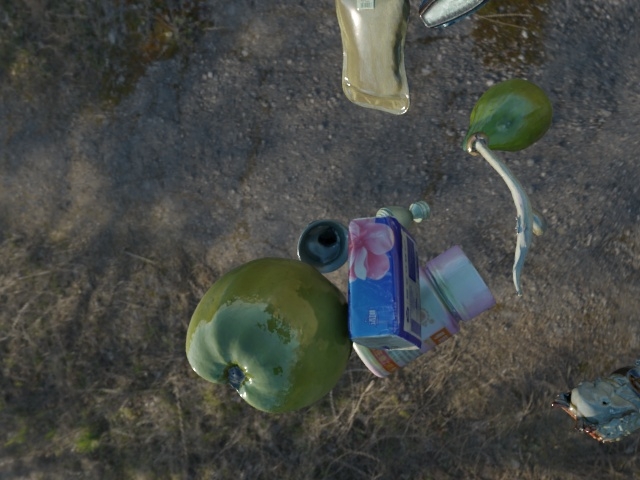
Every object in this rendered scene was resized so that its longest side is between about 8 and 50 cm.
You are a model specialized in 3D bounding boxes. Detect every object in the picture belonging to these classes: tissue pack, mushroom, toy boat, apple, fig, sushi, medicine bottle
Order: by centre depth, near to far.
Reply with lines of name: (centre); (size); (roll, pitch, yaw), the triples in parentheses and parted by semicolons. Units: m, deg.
toy boat: (0.199, -0.346, 0.796); (0.137, 0.061, 0.060); (-22, 116, 46)
mushroom: (0.311, -0.061, 0.950); (0.068, 0.043, 0.307); (122, 142, -55)
sushi: (0.685, 0.344, 1.259); (0.331, 0.124, 0.130); (-23, 122, -4)
fig: (0.419, -0.281, 1.278); (0.167, 0.233, 0.167); (14, 111, 40)
tissue pack: (0.142, 0.104, 1.282); (0.137, 0.209, 0.270); (-9, 70, 25)
apple: (-0.106, 0.211, 1.319); (0.319, 0.360, 0.312); (-9, 114, 32)
mushroom: (0.521, -0.041, 1.426); (0.079, 0.085, 0.085); (-41, 77, 12)
medicine bottle: (0.271, 0.194, 1.590); (0.388, 0.219, 0.219); (-35, 80, 8)

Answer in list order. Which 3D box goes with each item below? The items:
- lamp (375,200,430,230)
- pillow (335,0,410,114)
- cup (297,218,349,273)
lamp: (0.252, -0.069, 1.761); (0.106, 0.192, 0.106); (42, 145, 40)
pillow: (0.080, -0.295, 0.888); (0.130, 0.033, 0.218); (21, 145, 27)
cup: (0.000, 0.000, 2.034); (0.150, 0.198, 0.199); (-127, 44, -66)
